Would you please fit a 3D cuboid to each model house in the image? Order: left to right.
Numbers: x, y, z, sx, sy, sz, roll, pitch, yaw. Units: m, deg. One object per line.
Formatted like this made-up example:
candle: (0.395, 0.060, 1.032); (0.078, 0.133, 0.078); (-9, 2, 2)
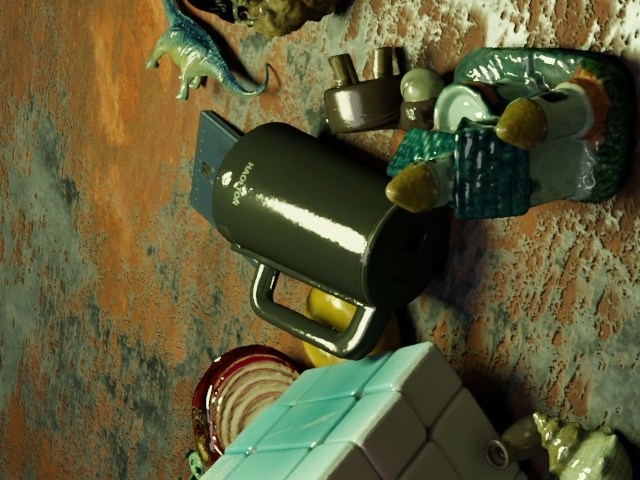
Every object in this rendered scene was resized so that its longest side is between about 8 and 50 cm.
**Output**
model house: (0.189, -0.114, 1.306); (0.253, 0.291, 0.184); (19, 122, 45)

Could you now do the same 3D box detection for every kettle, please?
kettle: (-0.003, -0.011, 1.597); (0.308, 0.262, 0.203); (27, 158, 39)

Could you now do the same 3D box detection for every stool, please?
stool: (0.089, -0.204, 1.519); (0.217, 0.125, 0.121); (1, 102, 40)

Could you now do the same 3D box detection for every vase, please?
vase: (0.267, 0.272, 1.491); (0.053, 0.100, 0.053); (21, 119, 45)

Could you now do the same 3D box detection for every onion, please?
onion: (-0.119, 0.284, 1.876); (0.206, 0.216, 0.207); (139, 114, -71)

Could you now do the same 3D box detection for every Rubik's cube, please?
Rubik's cube: (0.061, 0.372, 1.540); (0.322, 0.316, 0.319); (-19, 109, 52)

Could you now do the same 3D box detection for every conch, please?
conch: (0.345, 0.321, 1.417); (0.137, 0.114, 0.234); (-19, 94, 64)

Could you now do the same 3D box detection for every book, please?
book: (-0.141, -0.082, 1.878); (0.269, 0.025, 0.191); (41, 132, 43)

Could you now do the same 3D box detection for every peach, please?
peach: (0.044, 0.136, 1.704); (0.179, 0.103, 0.179); (21, 121, 40)

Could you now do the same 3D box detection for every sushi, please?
sushi: (-0.079, -0.408, 1.574); (0.218, 0.225, 0.238); (32, 159, 28)

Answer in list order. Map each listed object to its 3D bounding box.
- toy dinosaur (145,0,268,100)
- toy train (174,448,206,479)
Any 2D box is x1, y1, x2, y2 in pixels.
toy dinosaur: (-0.217, -0.316, 1.870); (0.363, 0.076, 0.147); (49, 129, 32)
toy train: (-0.192, 0.472, 2.099); (0.154, 0.115, 0.269); (47, 134, 17)
